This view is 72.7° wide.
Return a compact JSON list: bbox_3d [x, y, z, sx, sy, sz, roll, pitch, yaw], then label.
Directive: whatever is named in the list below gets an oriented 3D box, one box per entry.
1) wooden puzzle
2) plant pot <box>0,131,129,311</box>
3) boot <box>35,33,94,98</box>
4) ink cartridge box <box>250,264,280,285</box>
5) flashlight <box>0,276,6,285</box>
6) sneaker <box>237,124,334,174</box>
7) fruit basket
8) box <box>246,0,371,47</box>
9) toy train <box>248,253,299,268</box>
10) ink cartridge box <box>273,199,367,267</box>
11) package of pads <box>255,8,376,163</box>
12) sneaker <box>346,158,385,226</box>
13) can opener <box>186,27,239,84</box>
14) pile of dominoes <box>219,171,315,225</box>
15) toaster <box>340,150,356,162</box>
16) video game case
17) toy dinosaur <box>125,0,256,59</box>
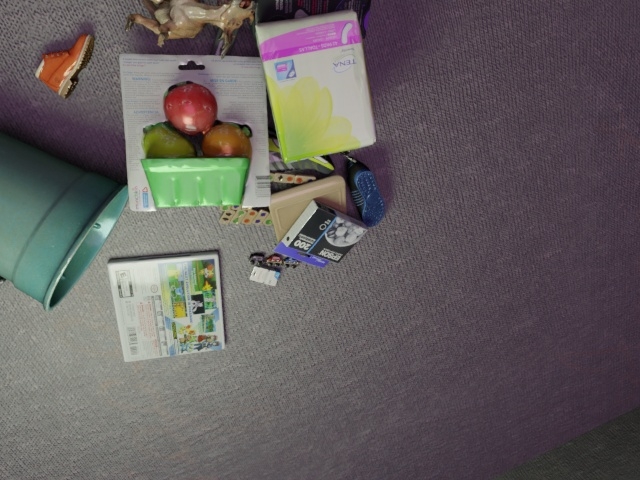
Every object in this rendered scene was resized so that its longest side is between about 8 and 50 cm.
[{"bbox_3d":[-0.031,-0.071,1.263,0.220,0.044,0.239,-18,138,-8],"label":"wooden puzzle"},{"bbox_3d":[-0.669,-0.067,0.972,0.333,0.341,0.341,31,101,-17],"label":"plant pot"},{"bbox_3d":[-0.581,-0.413,0.988,0.084,0.059,0.158,34,100,-20],"label":"boot"},{"bbox_3d":[-0.172,0.104,1.332,0.083,0.028,0.048,17,106,-22],"label":"ink cartridge box"},{"bbox_3d":[-0.950,0.159,1.095,0.304,0.103,0.103,-39,120,1],"label":"flashlight"},{"bbox_3d":[-0.104,-0.227,1.186,0.299,0.111,0.121,14,122,-18],"label":"sneaker"},{"bbox_3d":[-0.286,-0.249,1.018,0.326,0.165,0.354,-4,89,-10],"label":"fruit basket"},{"bbox_3d":[-0.031,-0.564,1.001,0.269,0.144,0.165,-11,146,-12],"label":"box"},{"bbox_3d":[-0.140,0.061,1.327,0.158,0.027,0.036,7,99,-18],"label":"toy train"},{"bbox_3d":[0.000,0.000,1.278,0.206,0.045,0.208,20,121,-37],"label":"ink cartridge box"},{"bbox_3d":[-0.004,-0.342,0.980,0.228,0.101,0.297,-12,106,-6],"label":"package of pads"},{"bbox_3d":[0.132,-0.142,1.296,0.081,0.091,0.232,-25,138,-6],"label":"sneaker"},{"bbox_3d":[-0.269,-0.430,1.057,0.093,0.074,0.281,22,105,-24],"label":"can opener"},{"bbox_3d":[-0.151,-0.102,1.204,0.250,0.040,0.196,2,135,-17],"label":"pile of dominoes"},{"bbox_3d":[0.017,-0.306,1.138,0.185,0.168,0.110,27,101,-23],"label":"toaster"},{"bbox_3d":[-0.445,0.198,1.291,0.299,0.036,0.330,-5,112,-14],"label":"video game case"},{"bbox_3d":[-0.295,-0.486,0.956,0.200,0.295,0.127,-11,122,-46],"label":"toy dinosaur"}]
